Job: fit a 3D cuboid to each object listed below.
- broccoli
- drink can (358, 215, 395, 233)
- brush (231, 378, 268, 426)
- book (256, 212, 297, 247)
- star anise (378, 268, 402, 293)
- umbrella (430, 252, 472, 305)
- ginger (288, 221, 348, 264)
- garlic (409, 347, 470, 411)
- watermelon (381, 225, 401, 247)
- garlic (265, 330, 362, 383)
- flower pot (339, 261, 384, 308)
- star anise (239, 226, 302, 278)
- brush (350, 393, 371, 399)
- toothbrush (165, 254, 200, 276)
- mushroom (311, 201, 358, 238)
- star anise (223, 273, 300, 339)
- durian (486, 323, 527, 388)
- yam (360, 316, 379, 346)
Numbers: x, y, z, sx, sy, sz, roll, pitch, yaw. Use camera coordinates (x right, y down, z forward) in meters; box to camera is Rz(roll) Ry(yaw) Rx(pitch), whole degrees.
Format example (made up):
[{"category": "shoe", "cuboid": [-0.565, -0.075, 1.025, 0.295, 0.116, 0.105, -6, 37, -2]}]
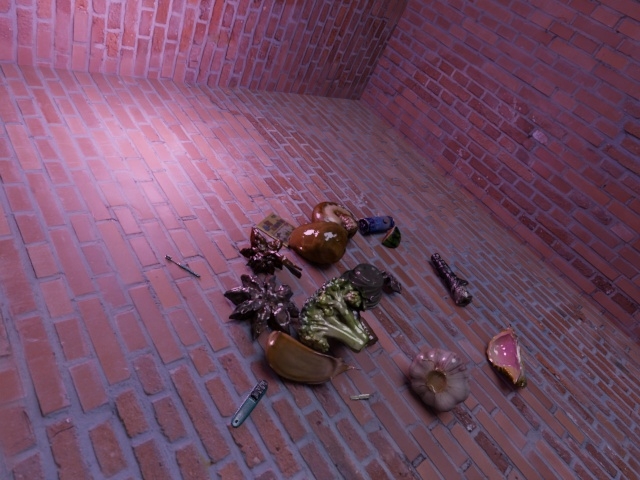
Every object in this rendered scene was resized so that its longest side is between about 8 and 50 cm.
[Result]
[{"category": "broccoli", "cuboid": [0.076, 0.306, 1.562, 0.281, 0.293, 0.348, 41, 32, 23]}, {"category": "drink can", "cuboid": [0.333, -0.095, 2.405, 0.235, 0.097, 0.097, -8, 50, -38]}, {"category": "brush", "cuboid": [-0.230, 0.534, 1.337, 0.043, 0.032, 0.193, 35, 35, 7]}, {"category": "book", "cuboid": [-0.211, -0.056, 2.065, 0.193, 0.013, 0.168, 33, 37, 6]}, {"category": "star anise", "cuboid": [0.354, 0.201, 2.054, 0.195, 0.065, 0.182, 42, 7, 29]}, {"category": "umbrella", "cuboid": [0.750, 0.210, 2.304, 0.106, 0.113, 0.357, -13, 50, -14]}, {"category": "ginger", "cuboid": [-0.002, 0.002, 1.964, 0.270, 0.223, 0.200, 30, 48, -10]}, {"category": "garlic", "cuboid": [0.494, 0.566, 1.662, 0.245, 0.245, 0.253, 48, 9, 24]}, {"category": "watermelon", "cuboid": [0.407, -0.014, 2.388, 0.136, 0.125, 0.094, -22, 28, -26]}, {"category": "garlic", "cuboid": [-0.047, 0.438, 1.444, 0.339, 0.196, 0.151, 27, 53, -7]}, {"category": "flower pot", "cuboid": [0.214, 0.200, 1.938, 0.236, 0.140, 0.235, 19, 35, -14]}, {"category": "star anise", "cuboid": [-0.215, 0.071, 1.799, 0.347, 0.148, 0.238, 36, 38, 30]}, {"category": "brush", "cuboid": [0.151, 0.597, 1.532, 0.084, 0.013, 0.016, 3, 39, -21]}, {"category": "toothbrush", "cuboid": [-0.560, 0.104, 1.642, 0.167, 0.014, 0.011, 31, 28, 2]}, {"category": "mushroom", "cuboid": [0.083, -0.095, 2.182, 0.297, 0.162, 0.278, -5, 35, -46]}, {"category": "star anise", "cuboid": [-0.222, 0.248, 1.612, 0.332, 0.117, 0.331, 23, 36, -18]}, {"category": "durian", "cuboid": [0.939, 0.593, 1.954, 0.196, 0.186, 0.304, 35, 36, -25]}, {"category": "yam", "cuboid": [0.186, 0.393, 1.741, 0.084, 0.084, 0.127, -7, 52, -39]}]
